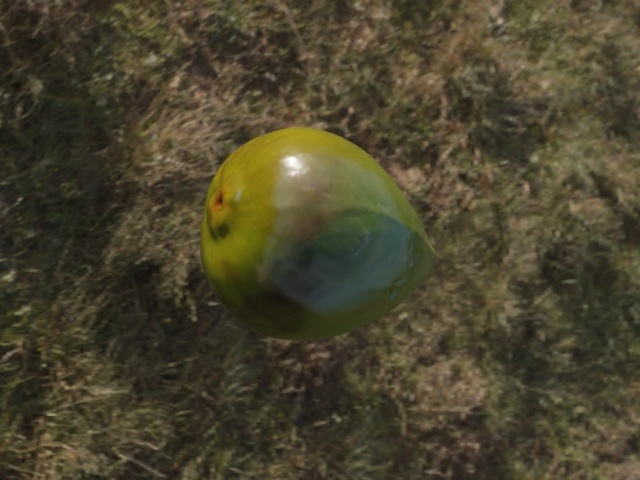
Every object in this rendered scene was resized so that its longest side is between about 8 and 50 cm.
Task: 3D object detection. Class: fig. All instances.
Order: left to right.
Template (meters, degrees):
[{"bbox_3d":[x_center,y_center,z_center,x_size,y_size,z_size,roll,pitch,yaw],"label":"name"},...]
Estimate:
[{"bbox_3d":[-0.006,0.007,1.146,0.230,0.207,0.207,45,63,-25],"label":"fig"}]
